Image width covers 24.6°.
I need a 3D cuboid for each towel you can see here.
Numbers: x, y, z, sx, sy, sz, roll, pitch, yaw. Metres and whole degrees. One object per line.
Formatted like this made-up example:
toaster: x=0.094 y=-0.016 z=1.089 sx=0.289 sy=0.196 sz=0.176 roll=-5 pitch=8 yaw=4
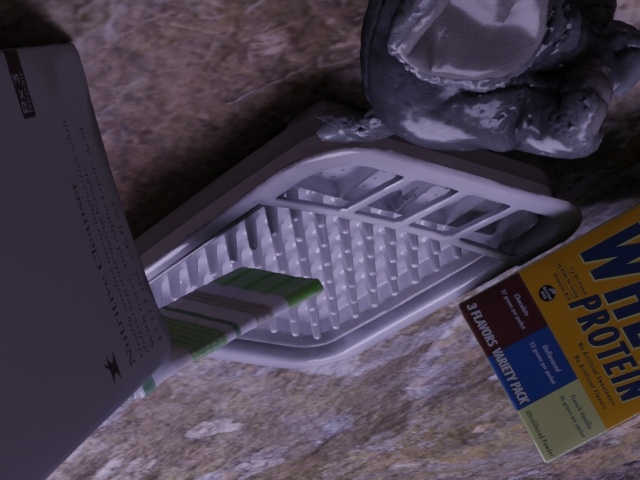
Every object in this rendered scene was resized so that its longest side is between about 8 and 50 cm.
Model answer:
towel: x=-0.084 y=0.062 z=0.997 sx=0.152 sy=0.023 sz=0.113 roll=-27 pitch=-162 yaw=-26

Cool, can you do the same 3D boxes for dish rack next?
dish rack: x=0.000 y=0.000 z=1.135 sx=0.285 sy=0.072 sz=0.333 roll=12 pitch=146 yaw=-41

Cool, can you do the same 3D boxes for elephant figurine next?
elephant figurine: x=0.083 y=-0.161 z=0.778 sx=0.169 sy=0.186 sz=0.239 roll=25 pitch=159 yaw=31

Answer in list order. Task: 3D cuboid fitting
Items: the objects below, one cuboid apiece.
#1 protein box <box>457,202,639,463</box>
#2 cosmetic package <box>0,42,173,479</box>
protein box: x=0.228 y=0.060 z=1.155 sx=0.201 sy=0.136 sz=0.200 roll=-29 pitch=175 yaw=4
cosmetic package: x=-0.215 y=0.024 z=0.744 sx=0.156 sy=0.217 sz=0.385 roll=-16 pitch=-171 yaw=9
